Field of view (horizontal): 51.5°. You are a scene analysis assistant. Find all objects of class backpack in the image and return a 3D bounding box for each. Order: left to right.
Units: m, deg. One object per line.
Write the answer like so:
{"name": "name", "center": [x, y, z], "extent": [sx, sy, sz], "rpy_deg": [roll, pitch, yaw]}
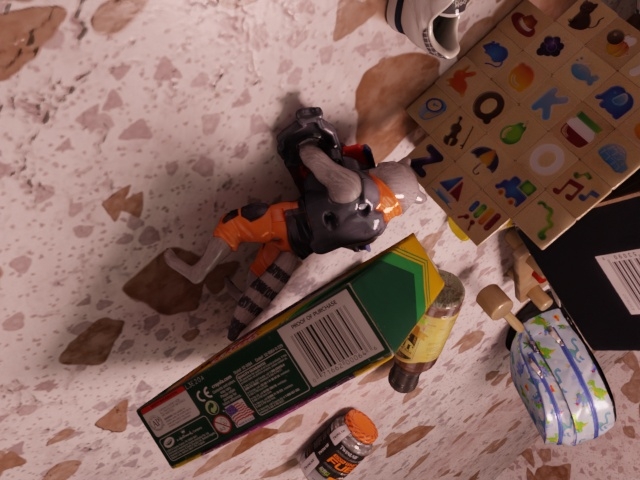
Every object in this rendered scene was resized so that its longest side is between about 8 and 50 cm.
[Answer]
{"name": "backpack", "center": [0.635, 0.367, 1.774], "extent": [0.273, 0.355, 0.290], "rpy_deg": [-28, 146, -12]}

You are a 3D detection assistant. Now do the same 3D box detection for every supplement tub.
{"name": "supplement tub", "center": [0.047, 0.510, 1.621], "extent": [0.117, 0.117, 0.190], "rpy_deg": [16, 120, -50]}

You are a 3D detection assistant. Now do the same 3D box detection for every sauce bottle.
{"name": "sauce bottle", "center": [0.213, 0.210, 1.420], "extent": [0.111, 0.111, 0.344], "rpy_deg": [-18, 140, -26]}

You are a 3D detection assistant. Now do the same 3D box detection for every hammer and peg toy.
{"name": "hammer and peg toy", "center": [0.489, 0.048, 1.467], "extent": [0.361, 0.127, 0.266], "rpy_deg": [-36, 148, -2]}

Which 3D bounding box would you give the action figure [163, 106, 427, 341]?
{"name": "action figure", "center": [0.000, 0.000, 0.929], "extent": [0.330, 0.178, 0.341], "rpy_deg": [-31, 145, 7]}

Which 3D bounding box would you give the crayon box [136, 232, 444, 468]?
{"name": "crayon box", "center": [-0.027, 0.144, 0.939], "extent": [0.363, 0.106, 0.313], "rpy_deg": [-33, 179, 24]}

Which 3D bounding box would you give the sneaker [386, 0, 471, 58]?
{"name": "sneaker", "center": [0.141, -0.321, 0.740], "extent": [0.090, 0.095, 0.235], "rpy_deg": [-22, 142, -18]}

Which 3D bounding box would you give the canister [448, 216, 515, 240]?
{"name": "canister", "center": [0.330, -0.070, 1.229], "extent": [0.170, 0.073, 0.126], "rpy_deg": [-16, 140, -27]}

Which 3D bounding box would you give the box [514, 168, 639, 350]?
{"name": "box", "center": [0.680, -0.068, 1.081], "extent": [0.471, 0.297, 0.480], "rpy_deg": [-36, -174, -22]}

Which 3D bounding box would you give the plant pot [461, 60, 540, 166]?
{"name": "plant pot", "center": [0.288, -0.163, 0.990], "extent": [0.205, 0.205, 0.188], "rpy_deg": [10, 109, -48]}

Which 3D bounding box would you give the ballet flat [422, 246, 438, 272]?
{"name": "ballet flat", "center": [0.107, 0.071, 1.202], "extent": [0.248, 0.086, 0.086], "rpy_deg": [-19, 142, -28]}

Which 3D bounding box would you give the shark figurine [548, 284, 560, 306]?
{"name": "shark figurine", "center": [0.664, 0.029, 1.619], "extent": [0.278, 0.116, 0.166], "rpy_deg": [-40, 145, 0]}

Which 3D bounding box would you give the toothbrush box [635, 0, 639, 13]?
{"name": "toothbrush box", "center": [0.603, -0.461, 0.929], "extent": [0.295, 0.126, 0.216], "rpy_deg": [-29, 131, -13]}

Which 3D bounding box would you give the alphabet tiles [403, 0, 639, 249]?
{"name": "alphabet tiles", "center": [0.286, -0.164, 0.888], "extent": [0.342, 0.285, 0.011], "rpy_deg": [-42, 154, 7]}
